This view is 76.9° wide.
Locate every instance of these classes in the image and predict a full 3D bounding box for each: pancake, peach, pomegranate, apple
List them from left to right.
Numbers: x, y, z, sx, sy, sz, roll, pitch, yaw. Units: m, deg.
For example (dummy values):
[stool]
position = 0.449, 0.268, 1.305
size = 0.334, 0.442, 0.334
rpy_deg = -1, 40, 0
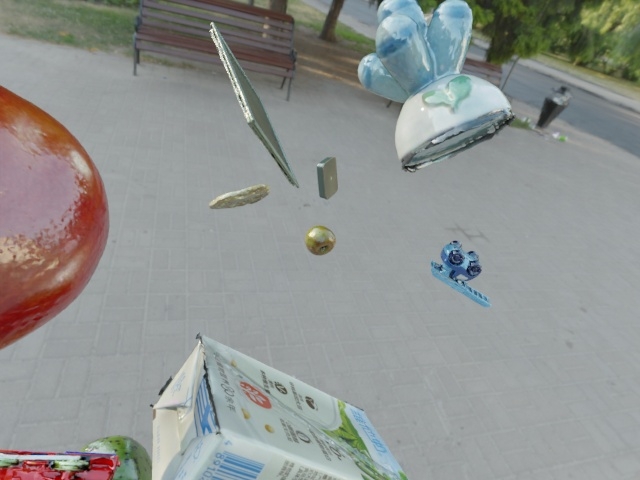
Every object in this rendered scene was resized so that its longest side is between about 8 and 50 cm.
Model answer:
[peach]
position = -0.330, -0.012, 0.369
size = 0.245, 0.249, 0.275
rpy_deg = 0, 59, -34
[pomegranate]
position = -0.561, 0.641, 1.024
size = 0.270, 0.255, 0.254
rpy_deg = -4, 39, -34
[pancake]
position = -0.180, -0.097, 0.912
size = 0.151, 0.025, 0.151
rpy_deg = -14, -1, 0
[apple]
position = 0.000, 0.000, 1.163
size = 0.089, 0.090, 0.075
rpy_deg = 6, 47, -15

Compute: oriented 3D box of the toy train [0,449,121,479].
[toy train]
position = -0.408, 0.351, 0.584
size = 0.203, 0.131, 0.083
rpy_deg = 16, 62, -21

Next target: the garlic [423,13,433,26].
[garlic]
position = 0.229, -0.499, 0.976
size = 0.174, 0.099, 0.124
rpy_deg = -16, 80, 6

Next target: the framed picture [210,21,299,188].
[framed picture]
position = -0.123, -0.246, 0.761
size = 0.017, 0.217, 0.275
rpy_deg = -27, 60, 6

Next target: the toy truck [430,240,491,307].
[toy truck]
position = 0.280, 0.063, 0.760
size = 0.136, 0.074, 0.063
rpy_deg = 32, 27, 1

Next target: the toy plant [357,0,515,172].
[toy plant]
position = 0.207, -0.332, 0.800
size = 0.247, 0.247, 0.333
rpy_deg = -19, 86, -41

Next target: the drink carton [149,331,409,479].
[drink carton]
position = -0.046, 0.277, 0.519
size = 0.324, 0.132, 0.194
rpy_deg = 34, 3, -26

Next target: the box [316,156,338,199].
[box]
position = 0.022, -0.204, 1.314
size = 0.031, 0.126, 0.091
rpy_deg = 12, 36, 27
